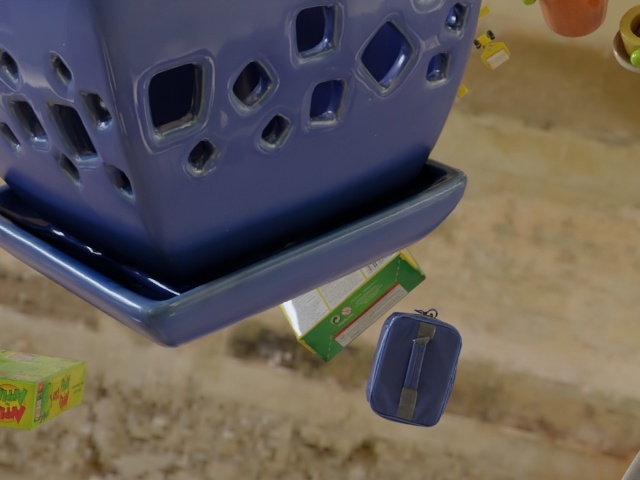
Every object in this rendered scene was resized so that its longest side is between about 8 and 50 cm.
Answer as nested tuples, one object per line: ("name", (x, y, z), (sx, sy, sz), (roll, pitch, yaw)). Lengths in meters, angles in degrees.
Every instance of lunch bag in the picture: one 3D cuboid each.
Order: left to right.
("lunch bag", (0.079, 0.103, 1.388), (0.067, 0.098, 0.065), (14, 2, -3))

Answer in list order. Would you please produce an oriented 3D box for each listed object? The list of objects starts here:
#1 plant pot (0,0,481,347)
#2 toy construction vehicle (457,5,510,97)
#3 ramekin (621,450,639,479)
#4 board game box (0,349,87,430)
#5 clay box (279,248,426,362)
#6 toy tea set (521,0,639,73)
("plant pot", (-0.065, -0.087, 0.871), (0.236, 0.212, 0.236), (-23, 29, -32))
("toy construction vehicle", (0.149, -0.211, 1.783), (0.098, 0.086, 0.035), (53, 4, 11))
("ramekin", (0.348, 0.213, 1.474), (0.109, 0.207, 0.207), (35, 8, 3))
("board game box", (-0.284, 0.136, 1.559), (0.092, 0.043, 0.181), (7, 3, 6))
("clay box", (0.000, 0.000, 1.618), (0.053, 0.127, 0.222), (42, 11, -40))
("toy tea set", (0.383, -0.358, 1.986), (0.200, 0.336, 0.124), (19, -29, 24))
